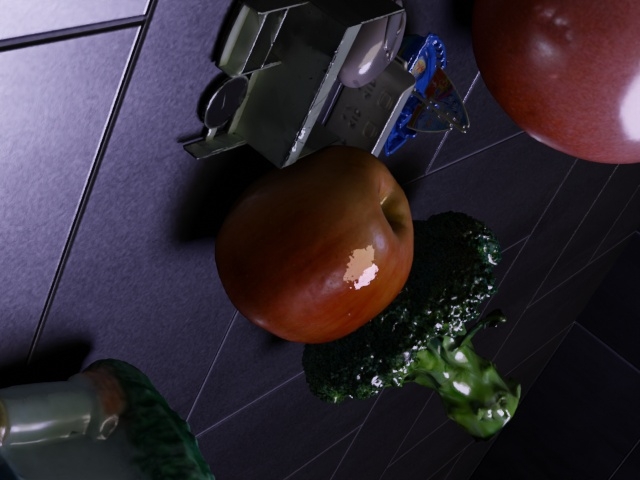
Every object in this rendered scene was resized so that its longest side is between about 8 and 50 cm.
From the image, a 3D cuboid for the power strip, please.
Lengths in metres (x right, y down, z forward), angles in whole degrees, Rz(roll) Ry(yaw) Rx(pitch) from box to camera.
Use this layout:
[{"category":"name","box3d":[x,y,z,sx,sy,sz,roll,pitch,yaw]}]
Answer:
[{"category":"power strip","box3d":[0.022,-0.079,1.219,0.027,0.060,0.253,-25,148,-52]}]

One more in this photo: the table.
[{"category":"table","box3d":[-0.021,-0.138,1.020,0.175,0.062,0.146,-29,151,-52]}]

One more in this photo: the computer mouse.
[{"category":"computer mouse","box3d":[0.051,-0.184,1.125,0.096,0.039,0.066,-50,161,-4]}]

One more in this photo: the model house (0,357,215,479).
[{"category":"model house","box3d":[-0.293,0.248,1.004,0.324,0.194,0.267,0,131,-48]}]

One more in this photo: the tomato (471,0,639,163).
[{"category":"tomato","box3d":[0.333,-0.252,1.271,0.341,0.272,0.341,-43,159,-20]}]

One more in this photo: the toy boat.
[{"category":"toy boat","box3d":[0.110,-0.144,1.221,0.091,0.110,0.175,-41,157,-25]}]

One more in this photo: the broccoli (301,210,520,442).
[{"category":"broccoli","box3d":[0.129,0.104,1.460,0.297,0.297,0.297,-48,-169,13]}]

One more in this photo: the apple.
[{"category":"apple","box3d":[0.000,0.000,1.134,0.199,0.199,0.199,-43,159,-21]}]
